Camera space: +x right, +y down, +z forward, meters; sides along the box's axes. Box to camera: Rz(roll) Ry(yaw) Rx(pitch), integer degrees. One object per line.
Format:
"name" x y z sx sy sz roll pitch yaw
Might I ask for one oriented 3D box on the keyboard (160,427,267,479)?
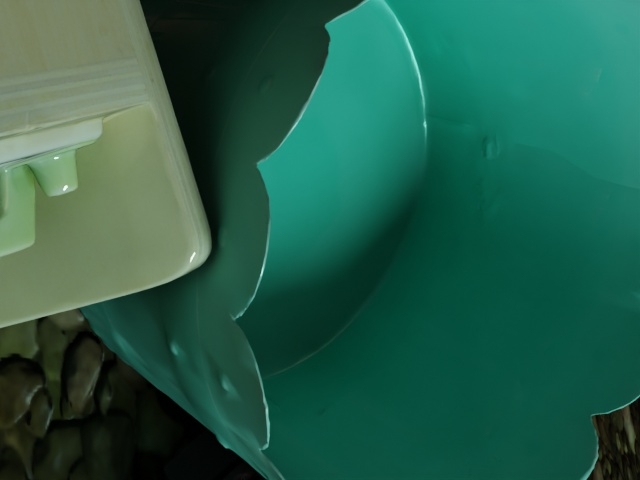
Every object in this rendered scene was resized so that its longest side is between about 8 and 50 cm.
"keyboard" 0.057 0.136 0.797 0.317 0.033 0.202 -37 98 -43

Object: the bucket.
"bucket" 0.025 -0.014 0.631 0.281 0.183 0.281 -14 114 -36

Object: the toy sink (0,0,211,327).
"toy sink" -0.160 -0.071 0.467 0.131 0.152 0.234 -29 104 -65

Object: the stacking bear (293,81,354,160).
"stacking bear" -0.019 -0.147 0.819 0.175 0.164 0.289 50 39 -43
